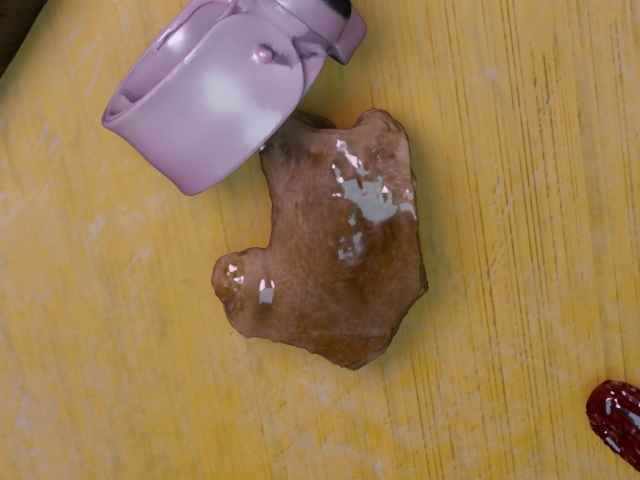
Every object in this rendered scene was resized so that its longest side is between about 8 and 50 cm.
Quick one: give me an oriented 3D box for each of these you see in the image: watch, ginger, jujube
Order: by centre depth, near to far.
[{"bbox_3d":[-0.093,-0.164,1.330,0.231,0.244,0.196,-45,106,4],"label":"watch"},{"bbox_3d":[0.000,0.000,1.455,0.221,0.130,0.275,-14,104,11],"label":"ginger"},{"bbox_3d":[0.331,0.193,1.570,0.129,0.077,0.077,40,103,-6],"label":"jujube"}]

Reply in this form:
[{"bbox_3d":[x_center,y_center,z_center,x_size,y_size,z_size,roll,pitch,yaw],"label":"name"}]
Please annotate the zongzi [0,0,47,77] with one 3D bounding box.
[{"bbox_3d":[-0.413,-0.285,1.308,0.393,0.174,0.356,29,109,-12],"label":"zongzi"}]
